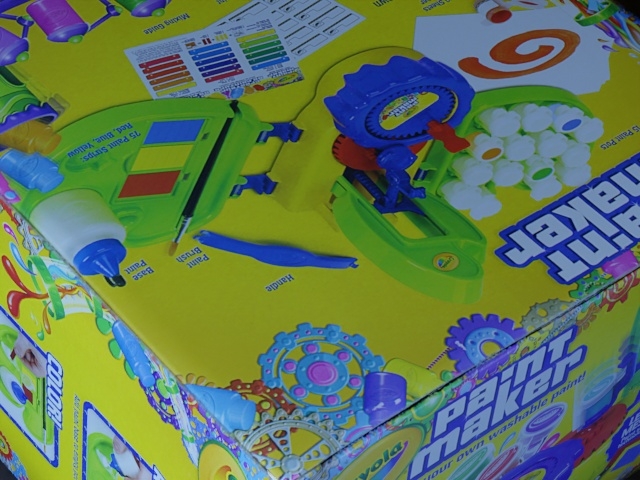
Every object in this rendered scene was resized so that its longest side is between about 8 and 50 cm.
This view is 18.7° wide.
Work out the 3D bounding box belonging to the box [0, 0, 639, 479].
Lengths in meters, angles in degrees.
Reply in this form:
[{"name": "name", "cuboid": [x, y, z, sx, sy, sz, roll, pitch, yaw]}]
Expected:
[{"name": "box", "cuboid": [0.000, 0.000, 0.839, 0.290, 0.177, 0.279, -28, 56, -30]}]
